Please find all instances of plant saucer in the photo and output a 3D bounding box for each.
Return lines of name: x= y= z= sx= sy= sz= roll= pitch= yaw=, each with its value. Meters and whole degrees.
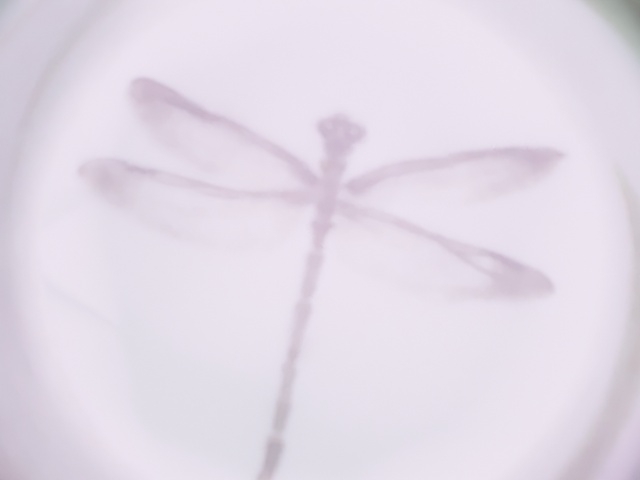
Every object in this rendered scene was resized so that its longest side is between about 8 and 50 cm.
plant saucer: x=0.000 y=0.000 z=0.563 sx=0.400 sy=0.100 sz=0.401 roll=0 pitch=80 yaw=-2
